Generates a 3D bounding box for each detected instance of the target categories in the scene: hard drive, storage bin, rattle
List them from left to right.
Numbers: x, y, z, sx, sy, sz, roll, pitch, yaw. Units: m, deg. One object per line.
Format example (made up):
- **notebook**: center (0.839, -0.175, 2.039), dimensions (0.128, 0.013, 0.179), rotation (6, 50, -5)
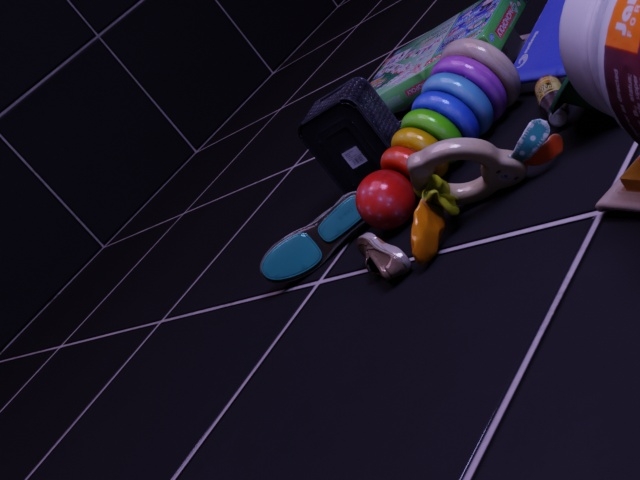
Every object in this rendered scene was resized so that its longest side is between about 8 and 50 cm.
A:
- **storage bin**: center (0.064, -0.160, 1.455), dimensions (0.122, 0.180, 0.084), rotation (-27, 21, 34)
- **rattle**: center (0.212, -0.063, 1.125), dimensions (0.199, 0.130, 0.143), rotation (-5, 41, 15)
- **hard drive**: center (0.420, -0.322, 1.285), dimensions (0.210, 0.040, 0.318), rotation (-61, 22, -8)

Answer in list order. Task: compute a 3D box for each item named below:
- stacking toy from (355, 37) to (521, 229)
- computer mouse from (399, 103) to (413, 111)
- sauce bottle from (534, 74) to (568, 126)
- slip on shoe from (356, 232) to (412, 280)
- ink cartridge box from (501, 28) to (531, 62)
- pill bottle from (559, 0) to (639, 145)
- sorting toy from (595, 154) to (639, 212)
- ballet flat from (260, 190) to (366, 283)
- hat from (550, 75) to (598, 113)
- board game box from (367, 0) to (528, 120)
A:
- **stacking toy**: center (0.169, -0.148, 1.344), dimensions (0.330, 0.141, 0.141), rotation (-54, 22, -19)
- **computer mouse**: center (0.194, -0.290, 1.743), dimensions (0.193, 0.042, 0.106), rotation (-10, 39, 47)
- **sauce bottle**: center (0.328, -0.197, 1.248), dimensions (0.042, 0.042, 0.128), rotation (-33, 19, 20)
- **slip on shoe**: center (0.077, 0.026, 1.207), dimensions (0.041, 0.051, 0.135), rotation (-40, 26, -10)
- **ink cartridge box**: center (0.290, -0.331, 1.602), dimensions (0.198, 0.067, 0.115), rotation (-43, 18, -10)
- **pill bottle**: center (0.365, -0.146, 0.700), dimensions (0.224, 0.224, 0.392), rotation (-39, 25, 2)
- **sorting toy**: center (0.396, -0.097, 0.885), dimensions (0.193, 0.038, 0.208), rotation (-45, 19, -15)
- **ballet flat**: center (0.000, 0.000, 1.415), dimensions (0.213, 0.072, 0.068), rotation (-36, -9, 7)
- **hat**: center (0.408, -0.182, 1.095), dimensions (0.173, 0.183, 0.208), rotation (-59, -13, 23)
- **board game box**: center (0.209, -0.329, 1.579), dimensions (0.317, 0.046, 0.213), rotation (-24, 26, 44)
